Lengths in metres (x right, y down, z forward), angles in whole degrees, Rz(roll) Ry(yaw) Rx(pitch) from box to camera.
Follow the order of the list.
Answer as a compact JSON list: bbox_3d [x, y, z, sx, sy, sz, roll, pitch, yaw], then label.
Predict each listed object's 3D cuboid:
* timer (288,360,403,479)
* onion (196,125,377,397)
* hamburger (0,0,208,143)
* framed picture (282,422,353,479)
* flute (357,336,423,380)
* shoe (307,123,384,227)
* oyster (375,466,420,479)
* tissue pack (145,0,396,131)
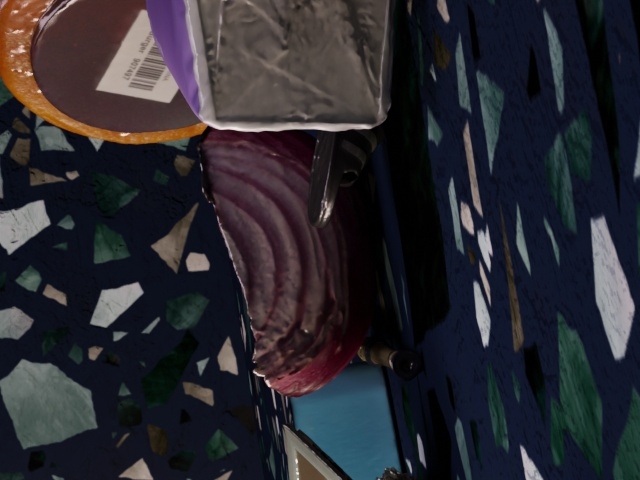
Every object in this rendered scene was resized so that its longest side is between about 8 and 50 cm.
[{"bbox_3d":[0.044,0.240,1.880,0.250,0.091,0.231,58,-160,-77],"label":"timer"},{"bbox_3d":[0.000,0.000,1.738,0.247,0.111,0.250,-3,-106,-71],"label":"onion"},{"bbox_3d":[-0.169,-0.271,1.877,0.330,0.330,0.250,90,170,-54],"label":"hamburger"},{"bbox_3d":[0.056,0.289,1.553,0.274,0.017,0.217,40,144,43],"label":"framed picture"},{"bbox_3d":[0.055,0.097,1.681,0.233,0.027,0.027,-177,78,-84],"label":"flute"},{"bbox_3d":[0.029,-0.096,1.583,0.071,0.049,0.179,148,132,-75],"label":"shoe"},{"bbox_3d":[0.071,0.244,1.605,0.177,0.064,0.125,129,136,-79],"label":"oyster"},{"bbox_3d":[-0.044,-0.222,1.454,0.338,0.160,0.242,-123,31,-75],"label":"tissue pack"}]
